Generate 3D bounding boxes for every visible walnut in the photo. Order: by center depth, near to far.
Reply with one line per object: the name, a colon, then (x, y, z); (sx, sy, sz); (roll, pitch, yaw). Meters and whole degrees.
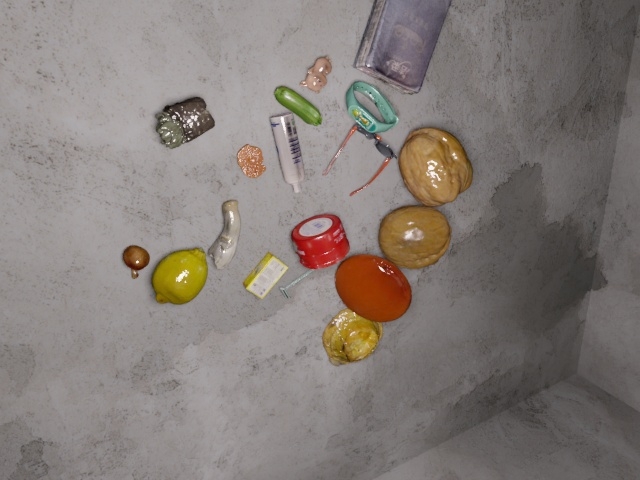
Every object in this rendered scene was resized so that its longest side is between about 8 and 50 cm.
walnut: (0.487, -0.326, 1.745); (0.306, 0.306, 0.344); (-36, 92, -10)
walnut: (0.424, -0.021, 1.821); (0.333, 0.333, 0.333); (-9, 111, -23)

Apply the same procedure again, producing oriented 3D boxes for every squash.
squash: (-0.079, -0.510, 1.539); (0.219, 0.077, 0.068); (30, 53, -32)

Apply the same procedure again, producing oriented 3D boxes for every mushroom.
mushroom: (-0.666, 0.083, 1.471); (0.088, 0.073, 0.129); (-22, 123, -51)
mushroom: (-0.363, -0.021, 1.571); (0.099, 0.096, 0.278); (-13, 121, -71)

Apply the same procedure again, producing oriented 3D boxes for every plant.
plant: (-0.465, -0.400, 1.363); (0.194, 0.129, 0.132); (-32, 116, -16)

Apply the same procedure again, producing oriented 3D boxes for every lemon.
lemon: (-0.515, 0.130, 1.500); (0.248, 0.184, 0.184); (-52, 122, -13)

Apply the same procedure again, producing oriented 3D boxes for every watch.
watch: (0.202, -0.523, 1.610); (0.237, 0.068, 0.195); (39, 51, -8)

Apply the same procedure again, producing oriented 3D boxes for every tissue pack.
tissue pack: (0.324, -0.820, 1.592); (0.288, 0.124, 0.394); (14, 101, -28)
tissue pack: (-0.233, 0.147, 1.706); (0.095, 0.062, 0.176); (40, 88, -33)

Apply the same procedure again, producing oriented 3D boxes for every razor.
razor: (-0.087, 0.170, 1.806); (0.211, 0.036, 0.084); (-39, 144, -15)

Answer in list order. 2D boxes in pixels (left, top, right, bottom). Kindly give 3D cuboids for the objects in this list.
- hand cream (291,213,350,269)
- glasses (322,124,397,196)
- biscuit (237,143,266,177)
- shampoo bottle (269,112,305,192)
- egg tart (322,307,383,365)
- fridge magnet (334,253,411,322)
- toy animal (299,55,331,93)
hand cream: (0.000, 0.000, 1.673); (0.230, 0.230, 0.149); (-26, 117, -16)
glasses: (0.168, -0.326, 1.699); (0.234, 0.118, 0.268); (33, 92, -32)
biscuit: (-0.266, -0.304, 1.553); (0.102, 0.019, 0.130); (-27, 118, -14)
shampoo bottle: (-0.120, -0.334, 1.573); (0.092, 0.092, 0.303); (-20, 117, -18)
egg tart: (0.178, 0.483, 1.989); (0.341, 0.129, 0.341); (-10, 113, -24)
fridge magnet: (0.237, 0.212, 1.828); (0.155, 0.363, 0.364); (-50, 130, -47)
toy animal: (-0.005, -0.629, 1.535); (0.083, 0.089, 0.150); (35, 95, -9)
